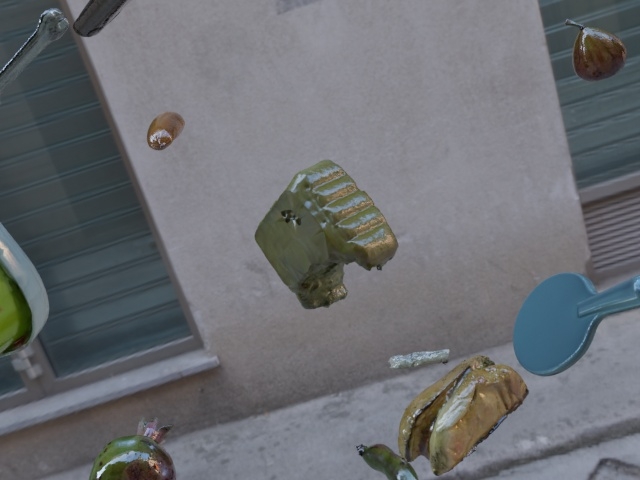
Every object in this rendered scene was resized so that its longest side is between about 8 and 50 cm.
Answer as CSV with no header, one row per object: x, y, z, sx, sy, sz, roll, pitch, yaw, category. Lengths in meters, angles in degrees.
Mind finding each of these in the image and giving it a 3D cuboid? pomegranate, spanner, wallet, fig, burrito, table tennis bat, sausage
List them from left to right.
-0.493,-0.239,0.913,0.302,0.017,0.071,-45,1,5,spanner
-0.201,-0.286,0.638,0.198,0.031,0.110,-4,47,54,wallet
-0.280,0.355,0.916,0.130,0.129,0.159,-15,3,13,pomegranate
-0.302,-0.214,1.150,0.062,0.054,0.183,-30,22,12,sausage
0.276,0.332,1.665,0.186,0.041,0.045,-15,40,26,burrito
0.337,0.098,0.783,0.237,0.038,0.149,-46,23,57,table tennis bat
0.481,-0.345,1.049,0.089,0.125,0.089,-34,19,14,fig

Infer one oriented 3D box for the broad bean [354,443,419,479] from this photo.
0.191,0.605,1.587,0.061,0.077,0.339,20,-4,-26,broad bean

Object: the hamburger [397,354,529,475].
0.244,0.295,1.070,0.262,0.130,0.124,-35,28,-24,hamburger

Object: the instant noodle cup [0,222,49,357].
-0.461,0.092,0.516,0.294,0.293,0.307,-11,27,27,instant noodle cup

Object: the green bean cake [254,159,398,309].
0.000,0.000,1.106,0.124,0.232,0.236,-30,-12,-40,green bean cake
